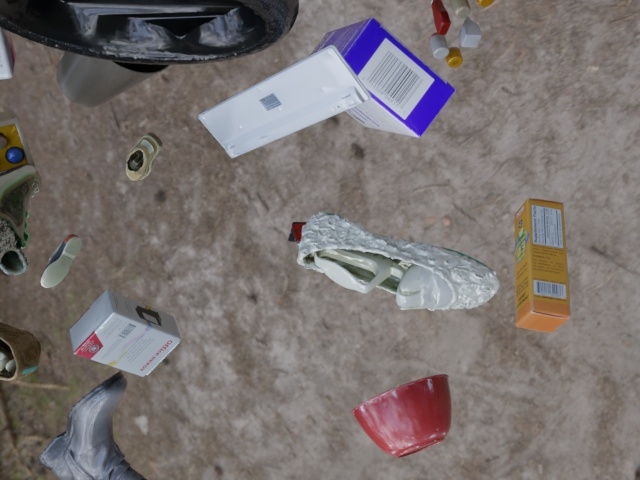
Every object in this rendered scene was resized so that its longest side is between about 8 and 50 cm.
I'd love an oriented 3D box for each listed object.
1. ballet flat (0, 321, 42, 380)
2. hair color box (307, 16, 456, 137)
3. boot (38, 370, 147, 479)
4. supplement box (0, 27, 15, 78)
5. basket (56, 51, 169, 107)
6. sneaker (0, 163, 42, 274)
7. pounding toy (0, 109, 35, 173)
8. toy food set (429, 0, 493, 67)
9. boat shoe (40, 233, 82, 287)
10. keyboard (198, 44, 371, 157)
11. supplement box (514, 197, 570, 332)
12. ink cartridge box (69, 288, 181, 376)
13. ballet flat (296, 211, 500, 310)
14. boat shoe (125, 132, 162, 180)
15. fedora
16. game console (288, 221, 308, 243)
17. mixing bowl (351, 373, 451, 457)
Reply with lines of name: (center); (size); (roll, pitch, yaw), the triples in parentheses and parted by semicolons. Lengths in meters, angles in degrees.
ballet flat: (-0.664, 0.166, 1.268); (0.342, 0.124, 0.116); (26, 98, -12)
hair color box: (0.086, -0.287, 1.294); (0.185, 0.339, 0.110); (37, 91, -17)
boot: (-0.453, 0.454, 1.579); (0.223, 0.118, 0.338); (43, 120, 9)
supplement box: (-0.441, -0.304, 0.853); (0.111, 0.114, 0.220); (-125, 26, -57)
basket: (-0.463, -0.388, 1.569); (0.227, 0.204, 0.154); (-21, 65, 46)
sneaker: (-0.609, -0.021, 1.358); (0.158, 0.410, 0.182); (-21, 106, 4)
pounding toy: (-0.665, -0.199, 1.463); (0.100, 0.130, 0.141); (37, 141, 50)
toy food set: (0.319, -0.527, 1.718); (0.232, 0.111, 0.104); (105, 158, -59)
boat shoe: (-0.598, 0.046, 1.665); (0.043, 0.049, 0.137); (24, 81, 47)
keyboard: (-0.052, -0.155, 0.851); (0.256, 0.014, 0.072); (-14, 119, 46)
supplement box: (0.398, 0.042, 1.315); (0.080, 0.233, 0.078); (11, 152, -4)
ink cartridge box: (-0.392, 0.190, 1.465); (0.127, 0.175, 0.072); (-45, 45, 13)
ballet flat: (0.136, 0.068, 1.426); (0.409, 0.147, 0.147); (18, 121, 17)
boat shoe: (-0.445, -0.191, 1.757); (0.068, 0.072, 0.190); (39, 144, -4)
fedora: (-0.186, -0.291, 0.730); (0.334, 0.334, 0.152); (-3, 82, 38)
game console: (0.000, 0.000, 1.792); (0.124, 0.144, 0.085); (-107, 19, -55)
mixing bowl: (0.153, 0.307, 1.235); (0.181, 0.181, 0.098); (-42, 60, 42)
